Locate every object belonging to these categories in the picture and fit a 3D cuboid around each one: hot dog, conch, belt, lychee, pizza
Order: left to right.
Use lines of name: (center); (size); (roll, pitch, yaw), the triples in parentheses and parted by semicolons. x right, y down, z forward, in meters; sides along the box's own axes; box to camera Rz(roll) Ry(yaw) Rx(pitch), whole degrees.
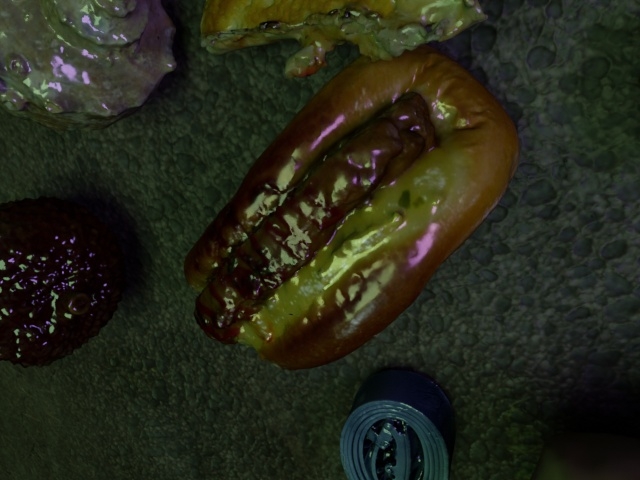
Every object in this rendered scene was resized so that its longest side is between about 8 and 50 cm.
conch: (-0.338, -0.269, 0.604); (0.351, 0.210, 0.298); (-2, 97, 24)
lychee: (-0.402, 0.050, 0.758); (0.271, 0.235, 0.236); (17, 122, 46)
hot dog: (-0.001, -0.001, 0.544); (0.185, 0.223, 0.405); (44, 124, -2)
pizza: (0.015, -0.231, 0.465); (0.296, 0.071, 0.189); (18, 90, 40)
belt: (0.101, 0.264, 0.696); (0.141, 0.082, 0.191); (6, 114, 20)

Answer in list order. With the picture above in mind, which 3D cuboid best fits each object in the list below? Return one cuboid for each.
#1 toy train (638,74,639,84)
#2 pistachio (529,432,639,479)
toy train: (0.386, -0.101, 0.382); (0.295, 0.100, 0.161); (12, 115, 20)
pistachio: (0.345, 0.365, 0.460); (0.281, 0.365, 0.445); (-41, 91, 19)
